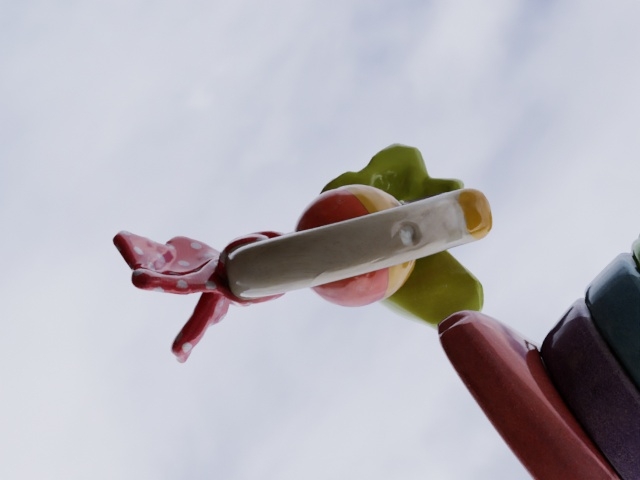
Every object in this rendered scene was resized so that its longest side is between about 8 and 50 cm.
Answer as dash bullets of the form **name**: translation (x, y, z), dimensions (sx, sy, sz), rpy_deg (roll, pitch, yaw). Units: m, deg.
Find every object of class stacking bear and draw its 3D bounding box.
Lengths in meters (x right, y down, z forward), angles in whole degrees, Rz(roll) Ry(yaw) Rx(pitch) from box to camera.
- **stacking bear**: translation (0.237, 0.034, 0.942), dimensions (0.289, 0.175, 0.164), rpy_deg (-39, -120, 11)

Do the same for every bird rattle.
- **bird rattle**: translation (0.000, 0.000, 1.201), dimensions (0.207, 0.253, 0.143), rpy_deg (-18, -101, 63)

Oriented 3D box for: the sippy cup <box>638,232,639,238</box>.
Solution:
- **sippy cup**: translation (0.400, 0.044, 1.303), dimensions (0.305, 0.240, 0.224), rpy_deg (11, -68, 50)
